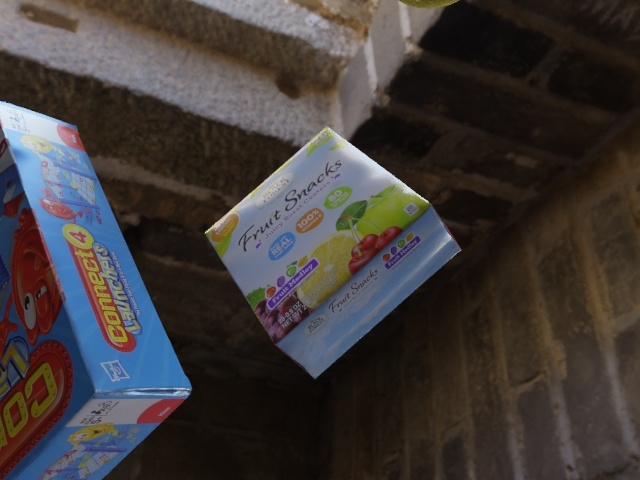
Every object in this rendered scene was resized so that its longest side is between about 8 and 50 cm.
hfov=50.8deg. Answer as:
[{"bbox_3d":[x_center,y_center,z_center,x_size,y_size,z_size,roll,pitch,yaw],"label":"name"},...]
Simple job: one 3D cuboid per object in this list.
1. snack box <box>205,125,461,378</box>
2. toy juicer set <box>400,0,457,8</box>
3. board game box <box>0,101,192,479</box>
[{"bbox_3d":[0.000,0.000,0.641,0.070,0.174,0.207,49,-2,-37],"label":"snack box"},{"bbox_3d":[0.071,-0.276,0.308,0.329,0.209,0.089,53,37,-40],"label":"toy juicer set"},{"bbox_3d":[-0.287,0.093,0.582,0.086,0.308,0.302,18,33,-53],"label":"board game box"}]
